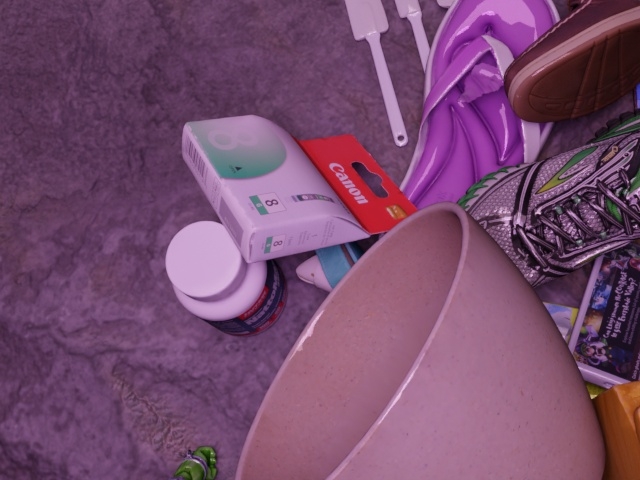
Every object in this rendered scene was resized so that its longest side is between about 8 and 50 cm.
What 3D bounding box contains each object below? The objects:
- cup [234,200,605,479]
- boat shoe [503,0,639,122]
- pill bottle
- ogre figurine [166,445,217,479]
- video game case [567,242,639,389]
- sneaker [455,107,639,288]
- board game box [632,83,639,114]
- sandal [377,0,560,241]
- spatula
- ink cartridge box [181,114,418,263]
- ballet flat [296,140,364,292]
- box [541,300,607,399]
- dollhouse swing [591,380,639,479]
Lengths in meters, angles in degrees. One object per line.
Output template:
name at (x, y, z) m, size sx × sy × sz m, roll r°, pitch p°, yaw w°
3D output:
cup at (0.111, 0.165, 0.779) m, size 0.237 × 0.331 × 0.331 m, roll 35°, pitch 82°, yaw -12°
boat shoe at (0.330, -0.252, 0.971) m, size 0.342 × 0.123 × 0.123 m, roll -32°, pitch 57°, yaw -10°
pill bottle at (-0.105, 0.042, 0.961) m, size 0.107 × 0.180 × 0.108 m, roll -2°, pitch 75°, yaw 9°
ogre figurine at (-0.152, 0.324, 0.925) m, size 0.096 × 0.118 × 0.197 m, roll 24°, pitch 80°, yaw 15°
video game case at (0.362, 0.092, 0.911) m, size 0.173 × 0.022 × 0.190 m, roll 21°, pitch 54°, yaw 14°
sneaker at (0.277, -0.042, 0.901) m, size 0.343 × 0.146 × 0.134 m, roll -33°, pitch 100°, yaw -7°
board game box at (0.510, -0.200, 1.002) m, size 0.281 × 0.027 × 0.145 m, roll 0°, pitch 73°, yaw 10°
sandal at (0.184, -0.130, 0.993) m, size 0.169 × 0.102 × 0.416 m, roll 15°, pitch 82°, yaw 10°
spatula at (0.133, -0.247, 1.084) m, size 0.168 × 0.019 × 0.242 m, roll -15°, pitch 73°, yaw 4°
ink cartridge box at (-0.014, -0.071, 0.931) m, size 0.224 × 0.056 × 0.181 m, roll -13°, pitch 47°, yaw -27°
ballet flat at (0.000, 0.000, 1.013) m, size 0.087 × 0.083 × 0.247 m, roll -31°, pitch 68°, yaw 13°
box at (0.231, 0.120, 0.955) m, size 0.178 × 0.042 × 0.109 m, roll 11°, pitch 77°, yaw 11°
dollhouse swing at (0.420, 0.261, 0.723) m, size 0.304 × 0.347 × 0.315 m, roll -12°, pitch 73°, yaw 7°
